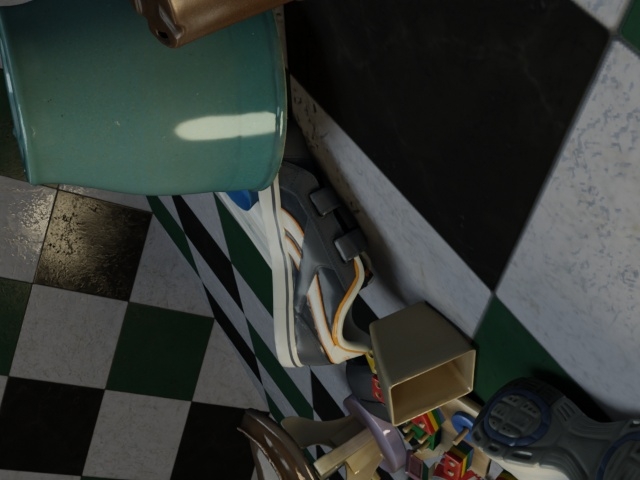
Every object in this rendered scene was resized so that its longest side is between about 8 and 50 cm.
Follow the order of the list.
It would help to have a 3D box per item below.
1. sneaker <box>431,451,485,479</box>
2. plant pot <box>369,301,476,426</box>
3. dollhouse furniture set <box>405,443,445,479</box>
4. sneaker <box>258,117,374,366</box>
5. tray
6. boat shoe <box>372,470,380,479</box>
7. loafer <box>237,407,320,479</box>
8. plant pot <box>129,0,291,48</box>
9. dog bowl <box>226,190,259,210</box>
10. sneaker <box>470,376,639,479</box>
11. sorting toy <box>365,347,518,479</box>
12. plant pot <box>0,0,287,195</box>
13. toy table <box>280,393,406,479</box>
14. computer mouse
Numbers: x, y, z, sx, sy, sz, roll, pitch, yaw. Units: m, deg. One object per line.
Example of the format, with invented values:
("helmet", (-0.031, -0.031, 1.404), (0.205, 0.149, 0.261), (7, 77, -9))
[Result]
("sneaker", (0.224, 0.343, 1.071), (0.118, 0.067, 0.042), (20, 150, 14))
("plant pot", (0.112, 0.140, 0.894), (0.109, 0.109, 0.096), (78, 166, -52))
("dollhouse furniture set", (0.202, 0.339, 1.168), (0.081, 0.091, 0.114), (-29, 122, 35))
("sneaker", (0.000, 0.000, 0.942), (0.126, 0.127, 0.321), (-41, -54, -73))
("tray", (-0.121, -0.030, 1.385), (0.270, 0.030, 0.145), (54, 163, 10))
("boat shoe", (0.101, 0.472, 1.653), (0.135, 0.045, 0.050), (59, 174, 3))
("loafer", (-0.059, 0.488, 1.416), (0.366, 0.130, 0.134), (56, 166, 5))
("plant pot", (-0.079, -0.247, 0.597), (0.167, 0.165, 0.167), (50, 162, 23))
("dog bowl", (-0.158, -0.187, 1.116), (0.297, 0.074, 0.166), (57, 164, 3))
("sneaker", (0.258, 0.214, 0.638), (0.129, 0.111, 0.297), (46, 173, -22))
("sorting toy", (0.151, 0.241, 0.973), (0.274, 0.046, 0.132), (31, 144, 31))
("plant pot", (-0.205, -0.168, 0.811), (0.271, 0.255, 0.272), (169, 90, -68))
("toy table", (0.054, 0.421, 1.493), (0.252, 0.160, 0.274), (49, 163, 29))
("computer mouse", (0.099, 0.223, 1.137), (0.189, 0.072, 0.272), (58, 164, -7))
